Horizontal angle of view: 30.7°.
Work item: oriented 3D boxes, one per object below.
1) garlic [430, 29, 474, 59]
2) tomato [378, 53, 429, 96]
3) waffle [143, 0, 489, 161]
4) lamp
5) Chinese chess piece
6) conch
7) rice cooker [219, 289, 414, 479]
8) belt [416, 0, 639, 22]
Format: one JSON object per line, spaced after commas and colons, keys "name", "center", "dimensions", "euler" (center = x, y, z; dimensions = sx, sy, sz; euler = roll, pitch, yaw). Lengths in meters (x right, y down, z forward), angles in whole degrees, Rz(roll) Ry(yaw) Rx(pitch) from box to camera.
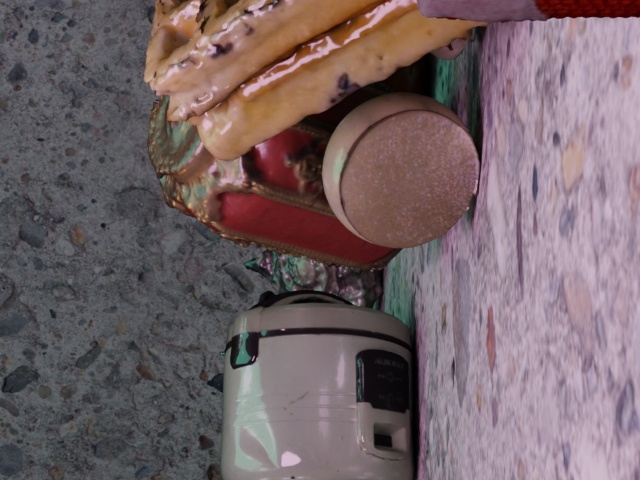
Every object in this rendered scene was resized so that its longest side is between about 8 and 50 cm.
{"name": "garlic", "center": [0.090, -0.196, 0.888], "dimensions": [0.113, 0.074, 0.094], "euler": [69, 160, 4]}
{"name": "tomato", "center": [0.050, -0.202, 1.264], "dimensions": [0.228, 0.101, 0.228], "euler": [49, 156, 31]}
{"name": "waffle", "center": [0.003, -0.255, 0.870], "dimensions": [0.114, 0.261, 0.376], "euler": [38, -142, -34]}
{"name": "lamp", "center": [-0.013, -0.070, 1.021], "dimensions": [0.177, 0.274, 0.177], "euler": [-23, 59, 46]}
{"name": "Chinese chess piece", "center": [0.062, -0.054, 0.901], "dimensions": [0.051, 0.122, 0.122], "euler": [-126, 35, -61]}
{"name": "conch", "center": [0.012, 0.004, 1.736], "dimensions": [0.240, 0.186, 0.313], "euler": [7, 77, 61]}
{"name": "rice cooker", "center": [0.002, 0.175, 1.280], "dimensions": [0.226, 0.226, 0.244], "euler": [96, 173, -67]}
{"name": "belt", "center": [0.081, -0.177, 0.480], "dimensions": [0.128, 0.124, 0.201], "euler": [91, 180, -55]}
